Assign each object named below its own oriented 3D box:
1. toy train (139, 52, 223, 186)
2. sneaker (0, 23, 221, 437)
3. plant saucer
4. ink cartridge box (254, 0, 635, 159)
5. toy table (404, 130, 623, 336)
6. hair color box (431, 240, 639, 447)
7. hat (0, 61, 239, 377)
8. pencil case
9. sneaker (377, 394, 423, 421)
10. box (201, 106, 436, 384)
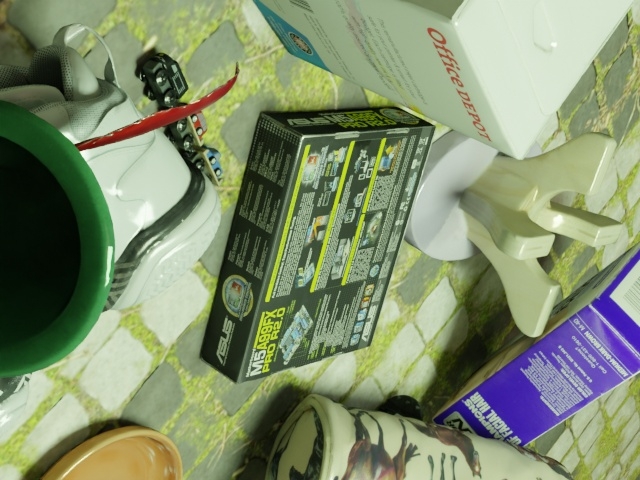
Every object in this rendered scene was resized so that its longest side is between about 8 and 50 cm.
[{"bbox_3d":[-0.116,-0.100,1.028,0.036,0.027,0.158,-54,146,-28],"label":"toy train"},{"bbox_3d":[-0.254,0.008,0.848,0.366,0.137,0.210,-40,132,-16],"label":"sneaker"},{"bbox_3d":[-0.220,0.264,1.158,0.200,0.037,0.200,-33,138,-35],"label":"plant saucer"},{"bbox_3d":[0.088,-0.234,0.968,0.197,0.270,0.198,-53,146,-9],"label":"ink cartridge box"},{"bbox_3d":[0.233,-0.030,1.405,0.274,0.161,0.252,-21,131,-44],"label":"toy table"},{"bbox_3d":[0.309,0.151,1.524,0.185,0.110,0.339,-38,172,-44],"label":"hair color box"},{"bbox_3d":[-0.175,-0.021,0.778,0.183,0.208,0.173,-47,138,-71],"label":"hat"},{"bbox_3d":[0.121,0.305,1.394,0.410,0.184,0.160,19,141,-29],"label":"pencil case"},{"bbox_3d":[0.063,0.313,1.519,0.234,0.078,0.106,-50,142,-17],"label":"sneaker"},{"bbox_3d":[0.000,0.000,1.220,0.216,0.060,0.270,-10,123,-47],"label":"box"}]
